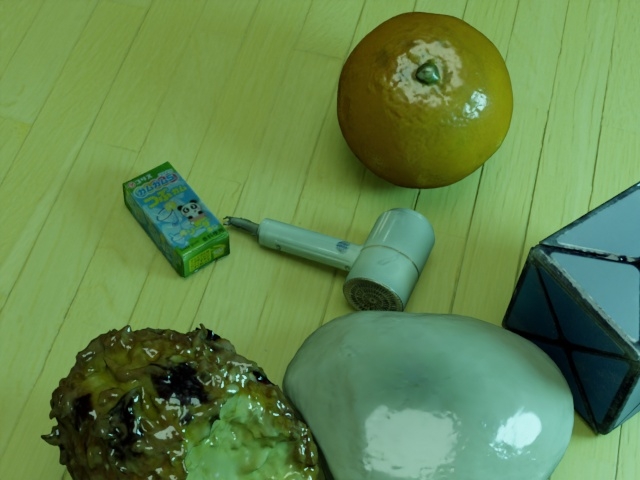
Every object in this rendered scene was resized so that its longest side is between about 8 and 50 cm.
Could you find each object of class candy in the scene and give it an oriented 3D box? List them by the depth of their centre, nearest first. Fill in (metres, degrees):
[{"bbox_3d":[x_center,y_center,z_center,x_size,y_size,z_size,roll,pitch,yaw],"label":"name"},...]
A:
[{"bbox_3d":[0.167,0.245,1.759,0.427,0.186,0.386,-4,48,-12],"label":"candy"},{"bbox_3d":[-0.244,-0.036,2.002,0.097,0.062,0.194,-30,61,-23],"label":"candy"}]

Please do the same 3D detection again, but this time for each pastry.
[{"bbox_3d":[-0.192,0.269,1.616,0.337,0.405,0.292,16,71,44],"label":"pastry"}]

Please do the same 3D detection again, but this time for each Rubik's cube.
[{"bbox_3d":[0.473,0.103,1.844,0.255,0.260,0.259,-30,65,-23],"label":"Rubik's cube"}]

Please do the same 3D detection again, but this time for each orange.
[{"bbox_3d":[0.179,-0.242,2.043,0.312,0.312,0.312,2,54,-3],"label":"orange"}]

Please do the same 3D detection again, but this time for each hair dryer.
[{"bbox_3d":[0.000,0.000,1.985,0.357,0.107,0.173,17,52,15],"label":"hair dryer"}]
